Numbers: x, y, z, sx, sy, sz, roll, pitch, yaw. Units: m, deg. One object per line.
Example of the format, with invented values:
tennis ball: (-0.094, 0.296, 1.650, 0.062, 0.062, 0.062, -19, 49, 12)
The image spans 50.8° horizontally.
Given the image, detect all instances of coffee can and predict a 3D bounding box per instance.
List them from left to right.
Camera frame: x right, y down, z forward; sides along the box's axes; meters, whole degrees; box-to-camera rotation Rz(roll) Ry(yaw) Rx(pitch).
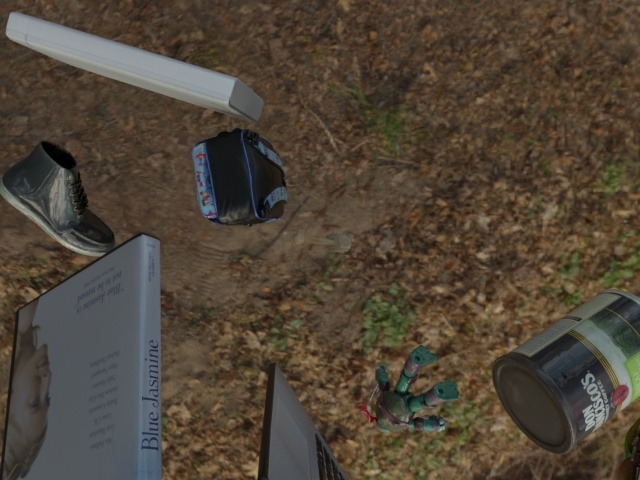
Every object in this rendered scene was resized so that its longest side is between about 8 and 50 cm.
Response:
coffee can: (0.495, 0.241, 1.274, 0.275, 0.201, 0.202, -28, 108, -19)

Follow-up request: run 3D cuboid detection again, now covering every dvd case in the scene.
dvd case: (-0.181, 0.139, 0.495, 0.022, 0.180, 0.253, 25, 48, -46)

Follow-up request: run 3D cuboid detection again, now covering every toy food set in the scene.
toy food set: (0.426, 0.304, 0.914, 0.192, 0.038, 0.133, -47, 141, -44)

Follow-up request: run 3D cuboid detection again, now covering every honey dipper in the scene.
honey dipper: (0.000, 0.000, 1.029, 0.160, 0.030, 0.031, 8, 89, -62)

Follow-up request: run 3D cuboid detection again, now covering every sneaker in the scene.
sneaker: (-0.421, -0.065, 1.151, 0.118, 0.083, 0.222, -38, 124, 19)

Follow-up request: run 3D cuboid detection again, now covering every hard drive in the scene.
hard drive: (-0.283, -0.274, 1.094, 0.352, 0.233, 0.047, 17, 95, 4)

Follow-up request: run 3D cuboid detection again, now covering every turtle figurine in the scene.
turtle figurine: (0.164, 0.311, 1.294, 0.175, 0.234, 0.118, 42, 47, 12)

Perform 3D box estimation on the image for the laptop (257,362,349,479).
laptop: (0.130, 0.317, 0.827, 0.236, 0.382, 0.408, -31, 96, 0)

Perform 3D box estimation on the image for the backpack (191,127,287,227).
backpack: (-0.125, -0.100, 1.139, 0.173, 0.116, 0.158, -7, 86, -75)
